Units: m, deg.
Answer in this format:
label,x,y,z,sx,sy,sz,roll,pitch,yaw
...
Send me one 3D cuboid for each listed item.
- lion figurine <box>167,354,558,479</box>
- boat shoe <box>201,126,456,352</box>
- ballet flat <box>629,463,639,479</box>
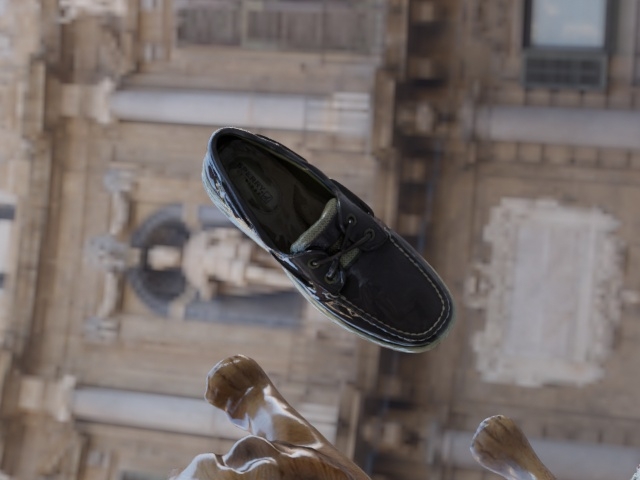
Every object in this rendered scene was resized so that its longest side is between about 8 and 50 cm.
label,x,y,z,sx,sy,sz,roll,pitch,yaw
lion figurine,0.062,0.171,0.784,0.240,0.392,0.142,-135,57,-63
boat shoe,0.000,0.000,0.785,0.056,0.152,0.049,-53,-10,-4
ballet flat,0.371,0.193,1.514,0.091,0.241,0.077,-8,-107,-41
